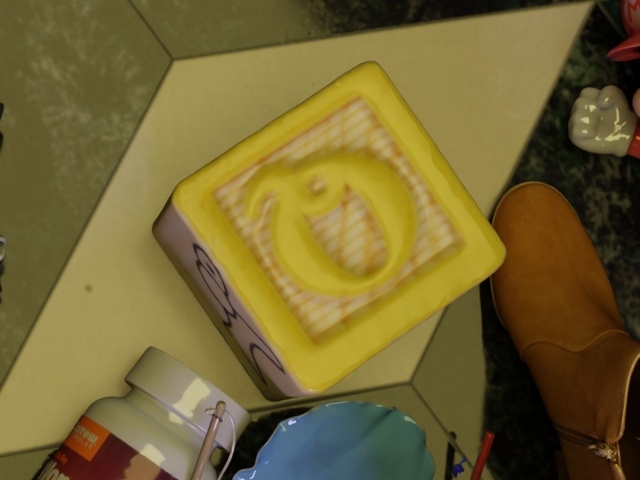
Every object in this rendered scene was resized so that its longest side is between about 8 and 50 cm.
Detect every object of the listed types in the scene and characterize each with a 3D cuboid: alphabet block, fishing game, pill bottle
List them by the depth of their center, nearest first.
[{"bbox_3d":[-0.157,0.199,1.466,0.121,0.121,0.221,36,80,-4],"label":"pill bottle"},{"bbox_3d":[0.000,0.000,1.476,0.193,0.197,0.192,-36,91,-12],"label":"alphabet block"},{"bbox_3d":[0.006,0.204,1.488,0.264,0.041,0.189,5,111,-28],"label":"fishing game"}]

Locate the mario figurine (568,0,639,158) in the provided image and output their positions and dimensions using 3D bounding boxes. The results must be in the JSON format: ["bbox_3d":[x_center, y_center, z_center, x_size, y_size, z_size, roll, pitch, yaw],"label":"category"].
[{"bbox_3d":[0.312,-0.061,1.539,0.198,0.170,0.320,-20,98,14],"label":"mario figurine"}]

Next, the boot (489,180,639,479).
[{"bbox_3d":[0.223,0.084,1.497,0.104,0.211,0.295,-11,86,-11],"label":"boot"}]

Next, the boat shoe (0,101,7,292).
[{"bbox_3d":[-0.293,0.027,1.473,0.091,0.114,0.302,19,93,-6],"label":"boat shoe"}]
